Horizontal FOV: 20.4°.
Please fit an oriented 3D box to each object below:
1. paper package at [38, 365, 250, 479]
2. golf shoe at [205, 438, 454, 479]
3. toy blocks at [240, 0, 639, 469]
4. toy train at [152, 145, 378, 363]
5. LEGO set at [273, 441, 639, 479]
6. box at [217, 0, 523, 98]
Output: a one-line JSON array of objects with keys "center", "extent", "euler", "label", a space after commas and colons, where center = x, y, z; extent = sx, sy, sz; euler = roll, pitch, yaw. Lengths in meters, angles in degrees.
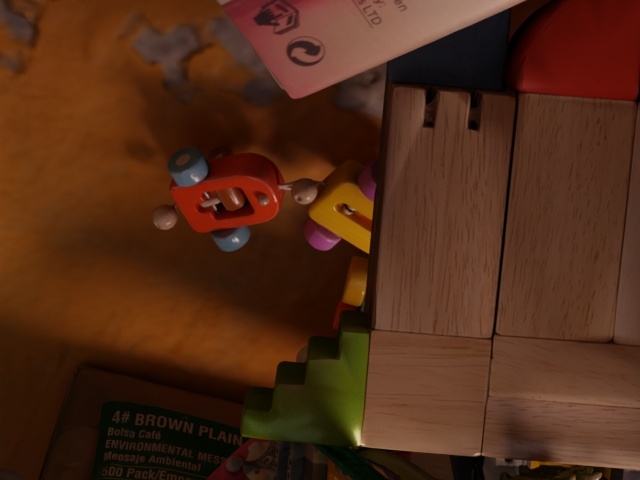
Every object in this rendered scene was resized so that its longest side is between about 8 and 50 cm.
[{"center": [-0.030, 0.258, 1.052], "extent": [0.324, 0.168, 0.309], "euler": [15, 131, -8], "label": "paper package"}, {"center": [0.071, 0.131, 0.915], "extent": [0.306, 0.115, 0.140], "euler": [-22, 149, -7], "label": "golf shoe"}, {"center": [0.168, -0.040, 0.731], "extent": [0.381, 0.191, 0.261], "euler": [4, 97, 0], "label": "toy blocks"}, {"center": [0.000, 0.000, 0.896], "extent": [0.125, 0.046, 0.166], "euler": [-14, 131, 26], "label": "toy train"}, {"center": [0.114, 0.188, 0.725], "extent": [0.331, 0.255, 0.192], "euler": [3, 94, -23], "label": "LEGO set"}, {"center": [0.060, -0.177, 0.652], "extent": [0.232, 0.149, 0.127], "euler": [-21, 128, 23], "label": "box"}]
